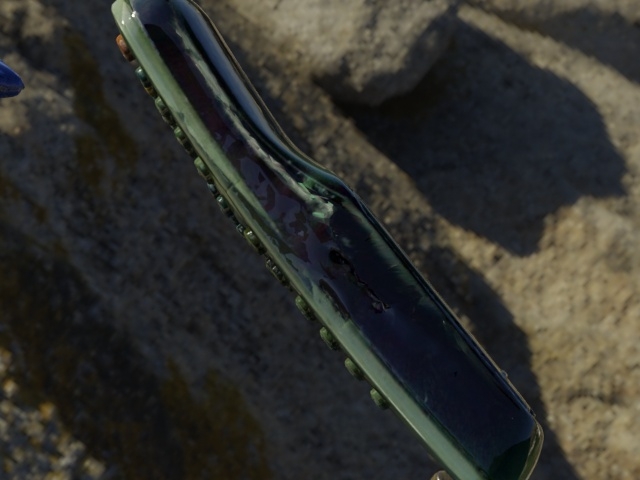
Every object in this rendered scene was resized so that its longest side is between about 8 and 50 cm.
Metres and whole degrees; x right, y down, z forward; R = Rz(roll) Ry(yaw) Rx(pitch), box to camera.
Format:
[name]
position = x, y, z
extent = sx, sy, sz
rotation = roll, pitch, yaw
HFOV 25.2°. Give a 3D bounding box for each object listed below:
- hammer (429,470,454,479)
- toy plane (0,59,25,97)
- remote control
[hammer]
position = 0.033, 0.311, 1.148
extent = 0.111, 0.365, 0.043
rotation = 44, 40, 22
[toy plane]
position = -0.294, -0.142, 1.058
extent = 0.167, 0.054, 0.062
rotation = 21, 26, 5
[remote control]
position = 0.000, 0.000, 0.505
extent = 0.222, 0.042, 0.072
rotation = 52, -1, 8
